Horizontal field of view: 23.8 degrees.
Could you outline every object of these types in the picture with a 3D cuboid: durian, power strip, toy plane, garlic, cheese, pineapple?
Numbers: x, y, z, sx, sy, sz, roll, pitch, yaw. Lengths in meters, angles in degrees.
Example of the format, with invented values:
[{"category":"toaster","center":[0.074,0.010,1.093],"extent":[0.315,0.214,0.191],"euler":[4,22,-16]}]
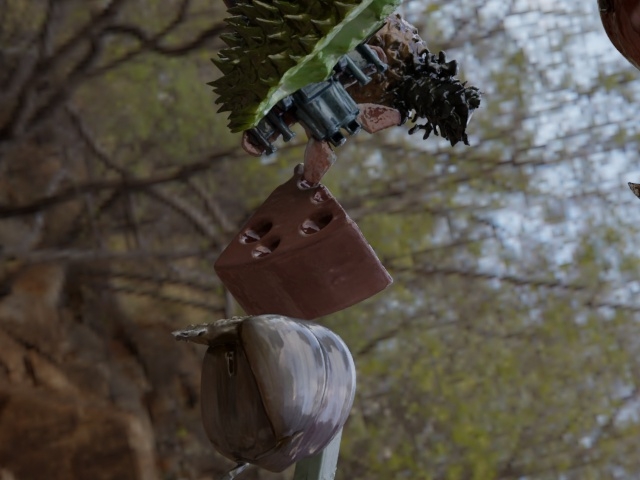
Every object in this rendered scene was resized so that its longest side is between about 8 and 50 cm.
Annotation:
[{"category":"durian","center":[0.013,-0.210,1.383],"extent":[0.355,0.169,0.157],"euler":[-40,-131,40]},{"category":"power strip","center":[-0.006,0.382,2.581],"extent":[0.093,0.053,0.288],"euler":[-20,121,-70]},{"category":"toy plane","center":[-0.051,-0.237,1.899],"extent":[0.326,0.223,0.104],"euler":[54,-13,-2]},{"category":"garlic","center":[-0.094,0.165,1.607],"extent":[0.207,0.257,0.207],"euler":[43,-20,20]},{"category":"cheese","center":[0.006,0.013,1.894],"extent":[0.177,0.203,0.128],"euler":[6,-43,46]},{"category":"pineapple","center":[0.114,-0.234,2.112],"extent":[0.279,0.158,0.157],"euler":[32,-36,21]}]

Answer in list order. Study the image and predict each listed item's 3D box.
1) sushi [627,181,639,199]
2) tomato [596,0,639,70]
[{"category":"sushi","center":[0.504,-0.080,2.186],"extent":[0.120,0.052,0.055],"euler":[-21,-119,40]},{"category":"tomato","center":[0.467,-0.330,1.805],"extent":[0.325,0.290,0.293],"euler":[-94,-173,-51]}]
